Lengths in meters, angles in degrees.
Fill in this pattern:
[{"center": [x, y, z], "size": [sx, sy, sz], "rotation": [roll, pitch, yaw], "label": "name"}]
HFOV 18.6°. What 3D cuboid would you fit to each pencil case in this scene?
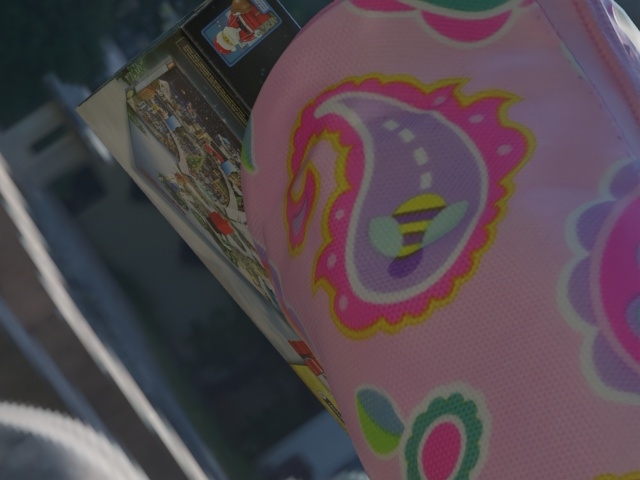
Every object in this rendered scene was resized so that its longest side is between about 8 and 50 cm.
[{"center": [0.077, 0.054, 0.411], "size": [0.124, 0.124, 0.284], "rotation": [57, 3, -44], "label": "pencil case"}]

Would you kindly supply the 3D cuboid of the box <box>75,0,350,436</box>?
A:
[{"center": [0.000, 0.000, 0.882], "size": [0.233, 0.044, 0.159], "rotation": [50, -24, -8], "label": "box"}]
